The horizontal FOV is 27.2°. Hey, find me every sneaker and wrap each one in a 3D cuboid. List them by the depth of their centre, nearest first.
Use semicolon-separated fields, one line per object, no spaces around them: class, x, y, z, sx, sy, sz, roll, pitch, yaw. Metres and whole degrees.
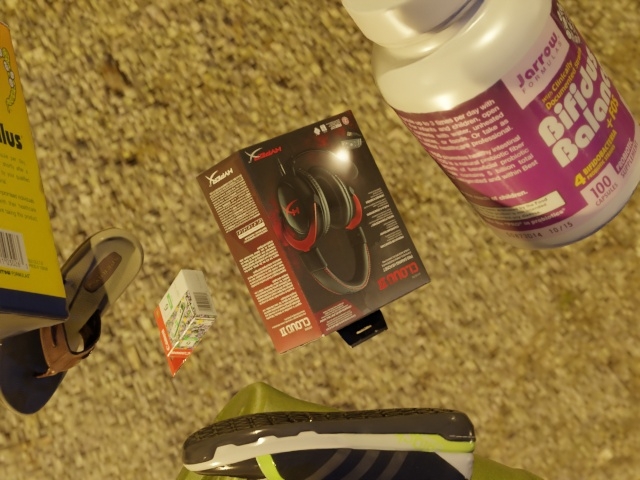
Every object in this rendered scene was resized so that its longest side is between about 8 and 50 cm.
sneaker;0.015;0.177;0.977;0.234;0.084;0.097;0;88;-16

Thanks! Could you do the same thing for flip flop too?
flip flop;-0.321;0.107;1.709;0.277;0.080;0.112;-51;126;-5

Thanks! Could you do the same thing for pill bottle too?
pill bottle;0.150;-0.140;1.151;0.169;0.169;0.301;-40;126;6

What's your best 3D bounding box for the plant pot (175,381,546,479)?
plant pot;0.027;0.317;1.257;0.353;0.366;0.366;32;109;-9

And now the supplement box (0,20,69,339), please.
supplement box;-0.430;-0.064;1.418;0.194;0.357;0.195;-17;168;15

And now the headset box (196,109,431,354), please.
headset box;0.000;0.000;1.763;0.218;0.293;0.110;-23;178;-40

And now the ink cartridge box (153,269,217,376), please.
ink cartridge box;-0.156;0.091;1.444;0.029;0.063;0.115;6;137;-35
